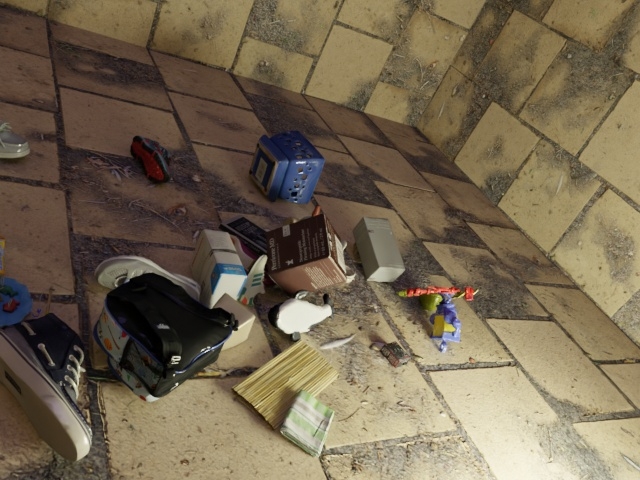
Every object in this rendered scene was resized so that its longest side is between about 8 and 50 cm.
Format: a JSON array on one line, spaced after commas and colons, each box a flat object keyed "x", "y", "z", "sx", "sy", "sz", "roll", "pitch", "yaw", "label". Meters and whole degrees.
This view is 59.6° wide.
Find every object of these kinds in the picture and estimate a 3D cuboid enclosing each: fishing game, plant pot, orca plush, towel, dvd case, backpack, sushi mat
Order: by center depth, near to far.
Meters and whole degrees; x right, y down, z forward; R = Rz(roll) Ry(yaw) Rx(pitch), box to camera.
[{"x": -0.750, "y": 0.128, "z": 1.263, "sx": 0.264, "sy": 0.041, "sz": 0.189, "roll": 15, "pitch": 28, "yaw": -22, "label": "fishing game"}, {"x": -0.373, "y": 0.211, "z": 1.282, "sx": 0.263, "sy": 0.213, "sz": 0.276, "roll": 43, "pitch": 25, "yaw": 10, "label": "backpack"}, {"x": -0.028, "y": 0.444, "z": 1.375, "sx": 0.113, "sy": 0.023, "sz": 0.152, "roll": 37, "pitch": 31, "yaw": -2, "label": "towel"}, {"x": -0.083, "y": 0.371, "z": 1.470, "sx": 0.151, "sy": 0.019, "sz": 0.316, "roll": 39, "pitch": 30, "yaw": 18, "label": "sushi mat"}, {"x": -0.255, "y": 0.226, "z": 1.478, "sx": 0.109, "sy": 0.109, "sz": 0.096, "roll": 36, "pitch": 43, "yaw": 14, "label": "plant pot"}, {"x": -0.074, "y": 0.206, "z": 1.667, "sx": 0.102, "sy": 0.151, "sz": 0.287, "roll": 8, "pitch": 18, "yaw": 35, "label": "orca plush"}, {"x": -0.215, "y": -0.003, "z": 1.913, "sx": 0.238, "sy": 0.030, "sz": 0.179, "roll": 33, "pitch": 17, "yaw": 4, "label": "dvd case"}, {"x": -0.153, "y": -0.298, "z": 2.291, "sx": 0.212, "sy": 0.236, "sz": 0.236, "roll": -8, "pitch": 45, "yaw": -38, "label": "plant pot"}]

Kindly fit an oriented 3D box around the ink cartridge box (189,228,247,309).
[{"x": -0.299, "y": 0.087, "z": 1.608, "sx": 0.085, "sy": 0.148, "sz": 0.203, "roll": 7, "pitch": 35, "yaw": -32, "label": "ink cartridge box"}]

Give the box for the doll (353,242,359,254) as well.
[{"x": 0.223, "y": 0.056, "z": 2.220, "sx": 0.189, "sy": 0.046, "sz": 0.129, "roll": 22, "pitch": 36, "yaw": -12, "label": "doll"}]

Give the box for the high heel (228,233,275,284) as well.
[{"x": -0.240, "y": 0.064, "z": 1.809, "sx": 0.244, "sy": 0.082, "sz": 0.117, "roll": 28, "pitch": -13, "yaw": 33, "label": "high heel"}]

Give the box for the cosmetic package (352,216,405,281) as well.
[{"x": 0.220, "y": 0.035, "z": 2.131, "sx": 0.127, "sy": 0.107, "sz": 0.238, "roll": 4, "pitch": 51, "yaw": -30, "label": "cosmetic package"}]

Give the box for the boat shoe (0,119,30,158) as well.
[{"x": -1.050, "y": -0.347, "z": 1.704, "sx": 0.320, "sy": 0.103, "sz": 0.118, "roll": 25, "pitch": 29, "yaw": -6, "label": "boat shoe"}]

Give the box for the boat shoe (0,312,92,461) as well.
[{"x": -0.524, "y": 0.274, "z": 1.125, "sx": 0.340, "sy": 0.127, "sz": 0.158, "roll": 39, "pitch": 38, "yaw": 21, "label": "boat shoe"}]

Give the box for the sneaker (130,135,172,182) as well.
[{"x": -0.588, "y": -0.300, "z": 2.036, "sx": 0.125, "sy": 0.104, "sz": 0.262, "roll": 0, "pitch": 40, "yaw": -45, "label": "sneaker"}]

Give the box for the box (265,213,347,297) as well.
[{"x": -0.043, "y": 0.050, "z": 1.742, "sx": 0.167, "sy": 0.203, "sz": 0.168, "roll": 55, "pitch": 22, "yaw": -53, "label": "box"}]

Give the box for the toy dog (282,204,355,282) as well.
[{"x": 0.000, "y": 0.000, "z": 1.998, "sx": 0.220, "sy": 0.161, "sz": 0.334, "roll": -8, "pitch": 44, "yaw": -47, "label": "toy dog"}]

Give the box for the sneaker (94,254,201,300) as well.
[{"x": -0.449, "y": 0.123, "z": 1.463, "sx": 0.281, "sy": 0.105, "sz": 0.115, "roll": 17, "pitch": 30, "yaw": -20, "label": "sneaker"}]

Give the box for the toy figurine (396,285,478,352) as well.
[{"x": 0.394, "y": 0.278, "z": 1.935, "sx": 0.191, "sy": 0.217, "sz": 0.362, "roll": 4, "pitch": -10, "yaw": -14, "label": "toy figurine"}]

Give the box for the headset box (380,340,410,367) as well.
[{"x": 0.238, "y": 0.361, "z": 1.754, "sx": 0.062, "sy": 0.032, "sz": 0.083, "roll": -4, "pitch": 41, "yaw": -45, "label": "headset box"}]

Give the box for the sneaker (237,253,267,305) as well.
[{"x": -0.190, "y": 0.122, "z": 1.671, "sx": 0.075, "sy": 0.161, "sz": 0.057, "roll": 32, "pitch": -12, "yaw": -8, "label": "sneaker"}]

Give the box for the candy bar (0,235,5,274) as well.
[{"x": -0.800, "y": 0.037, "z": 1.379, "sx": 0.040, "sy": 0.018, "sz": 0.161, "roll": 8, "pitch": 31, "yaw": -33, "label": "candy bar"}]
